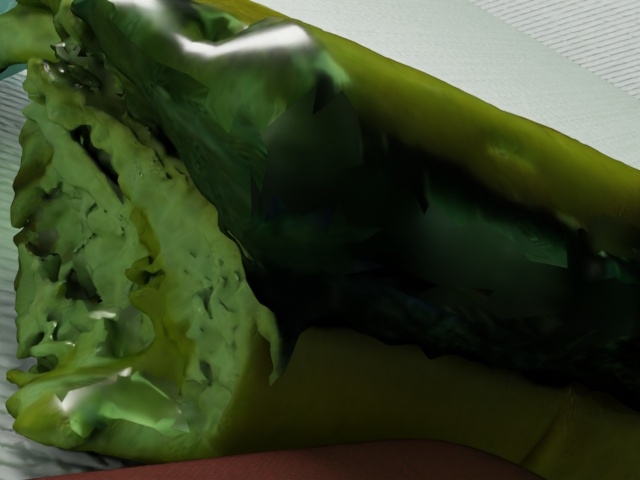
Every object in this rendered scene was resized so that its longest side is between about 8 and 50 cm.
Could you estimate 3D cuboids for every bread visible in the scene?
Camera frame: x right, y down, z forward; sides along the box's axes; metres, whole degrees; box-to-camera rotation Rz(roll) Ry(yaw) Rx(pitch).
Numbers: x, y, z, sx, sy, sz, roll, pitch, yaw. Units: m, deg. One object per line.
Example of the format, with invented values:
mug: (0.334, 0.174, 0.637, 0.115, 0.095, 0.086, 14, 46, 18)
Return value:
bread: (0.029, 0.011, 0.531, 0.377, 0.208, 0.251, 11, 20, -36)

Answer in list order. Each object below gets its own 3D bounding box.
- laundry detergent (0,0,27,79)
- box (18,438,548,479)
laundry detergent: (-0.238, -0.229, 0.653, 0.287, 0.287, 0.305, 28, 21, 0)
box: (-0.005, 0.165, 0.275, 0.404, 0.108, 0.263, 6, 30, -45)
